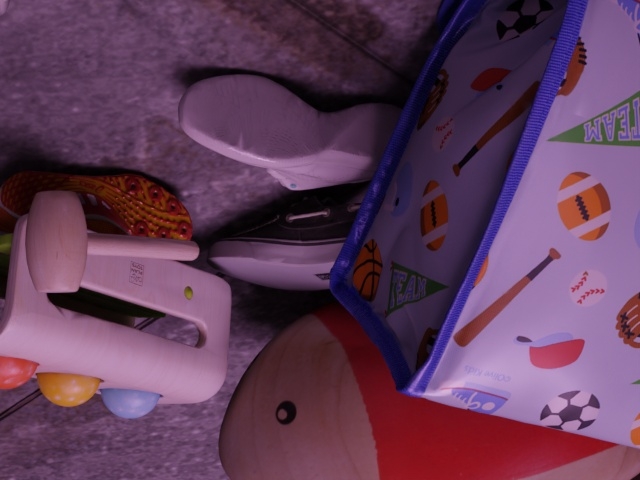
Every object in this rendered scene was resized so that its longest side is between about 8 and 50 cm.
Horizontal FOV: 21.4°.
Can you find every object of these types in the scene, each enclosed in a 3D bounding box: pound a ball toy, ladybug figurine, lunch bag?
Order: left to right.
[{"bbox_3d":[-0.188,0.065,1.393,0.208,0.136,0.319,-4,165,34],"label":"pound a ball toy"},{"bbox_3d":[0.125,0.134,1.569,0.449,0.305,0.162,-8,116,-23],"label":"ladybug figurine"},{"bbox_3d":[0.235,-0.057,1.332,0.328,0.239,0.385,13,110,-27],"label":"lunch bag"}]

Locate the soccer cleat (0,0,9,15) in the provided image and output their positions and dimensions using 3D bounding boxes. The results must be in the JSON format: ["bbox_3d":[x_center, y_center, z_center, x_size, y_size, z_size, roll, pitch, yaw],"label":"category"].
[{"bbox_3d":[-0.218,-0.216,1.082,0.116,0.143,0.331,8,141,-24],"label":"soccer cleat"}]

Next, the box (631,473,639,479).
[{"bbox_3d":[0.420,0.252,1.862,0.381,0.191,0.143,-18,144,10],"label":"box"}]

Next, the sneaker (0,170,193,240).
[{"bbox_3d":[-0.194,-0.024,1.445,0.175,0.064,0.067,12,159,-20],"label":"sneaker"}]

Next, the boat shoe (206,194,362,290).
[{"bbox_3d":[0.000,0.000,1.497,0.219,0.070,0.078,-2,157,30],"label":"boat shoe"}]

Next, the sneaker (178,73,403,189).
[{"bbox_3d":[-0.028,-0.075,1.396,0.212,0.080,0.094,9,152,-27],"label":"sneaker"}]
